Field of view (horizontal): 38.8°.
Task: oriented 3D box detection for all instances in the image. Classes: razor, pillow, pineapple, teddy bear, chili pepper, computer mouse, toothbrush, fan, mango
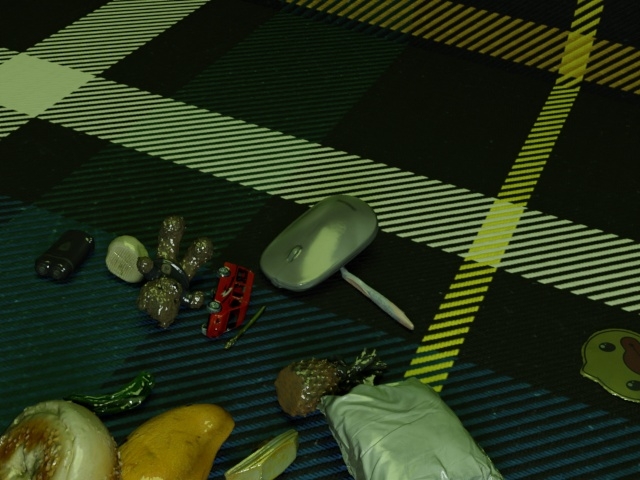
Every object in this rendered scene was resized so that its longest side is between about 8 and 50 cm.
[{"bbox_3d":[-0.596,0.034,2.129,0.090,0.054,0.148,15,37,12],"label":"razor"},{"bbox_3d":[0.167,0.385,1.717,0.283,0.138,0.310,-5,39,-29],"label":"pillow"},{"bbox_3d":[0.033,0.284,1.865,0.251,0.125,0.125,-10,39,-37],"label":"pineapple"},{"bbox_3d":[-0.335,0.082,2.049,0.182,0.129,0.251,31,52,-13],"label":"teddy bear"},{"bbox_3d":[-0.414,0.311,1.797,0.182,0.050,0.073,-11,47,-18],"label":"chili pepper"},{"bbox_3d":[-0.001,-0.005,2.199,0.197,0.095,0.331,24,51,33],"label":"computer mouse"},{"bbox_3d":[0.092,0.103,2.161,0.037,0.028,0.375,-29,49,-30],"label":"toothbrush"},{"bbox_3d":[0.733,0.273,2.045,0.334,0.011,0.230,-5,38,-15],"label":"fan"},{"bbox_3d":[-0.280,0.405,1.637,0.177,0.120,0.295,19,36,28],"label":"mango"}]

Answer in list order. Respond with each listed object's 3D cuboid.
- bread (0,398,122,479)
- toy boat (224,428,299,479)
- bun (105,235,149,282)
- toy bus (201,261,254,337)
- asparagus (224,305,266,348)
[{"bbox_3d":[-0.446,0.409,1.501,0.158,0.305,0.305,33,17,-41],"label":"bread"},{"bbox_3d":[-0.104,0.410,1.703,0.066,0.065,0.172,11,30,45],"label":"toy boat"},{"bbox_3d":[-0.439,0.041,2.103,0.115,0.115,0.069,19,31,17],"label":"bun"},{"bbox_3d":[-0.206,0.139,2.033,0.089,0.081,0.195,15,36,-5],"label":"toy bus"},{"bbox_3d":[-0.165,0.193,2.018,0.016,0.013,0.166,53,43,-9],"label":"asparagus"}]
